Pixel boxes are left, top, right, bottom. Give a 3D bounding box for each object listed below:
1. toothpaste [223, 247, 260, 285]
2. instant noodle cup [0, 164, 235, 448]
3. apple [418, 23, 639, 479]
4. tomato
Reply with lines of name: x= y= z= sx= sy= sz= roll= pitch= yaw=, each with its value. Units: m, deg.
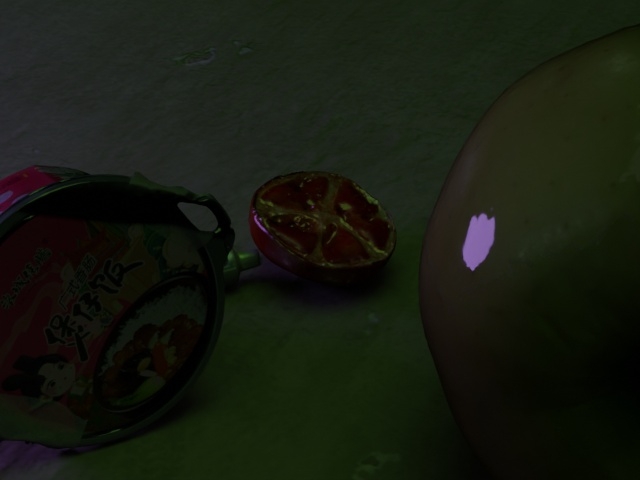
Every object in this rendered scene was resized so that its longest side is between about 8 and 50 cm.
toothpaste: x=-0.167 y=0.043 z=1.753 sx=0.218 sy=0.041 sz=0.064 roll=-14 pitch=46 yaw=-12
instant noodle cup: x=-0.238 y=0.039 z=1.600 sx=0.302 sy=0.258 sz=0.181 roll=-30 pitch=30 yaw=-13
apple: x=0.309 y=0.025 z=1.449 sx=0.473 sy=0.474 sz=0.474 roll=0 pitch=35 yaw=0
tomato: x=0.000 y=0.000 z=1.786 sx=0.155 sy=0.069 sz=0.156 roll=11 pitch=40 yaw=-9
